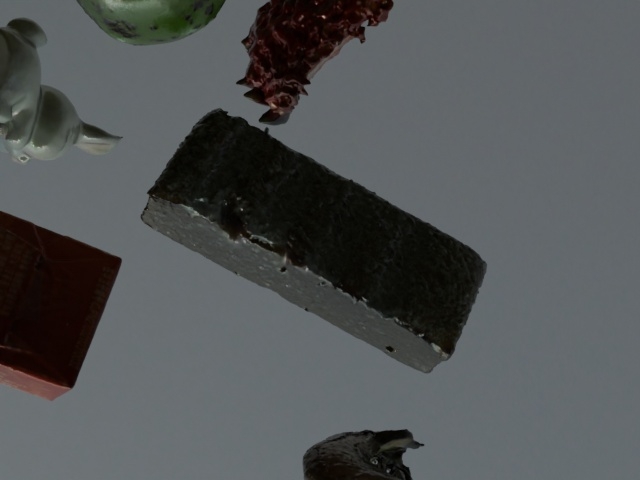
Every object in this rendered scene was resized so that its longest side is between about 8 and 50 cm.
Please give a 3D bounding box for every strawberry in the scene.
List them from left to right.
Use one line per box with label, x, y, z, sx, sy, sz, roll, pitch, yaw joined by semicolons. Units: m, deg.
strawberry;0.005;-0.317;1.293;0.306;0.137;0.233;-44;-169;33

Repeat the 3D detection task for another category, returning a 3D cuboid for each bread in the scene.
bread;0.000;0.000;1.167;0.416;0.113;0.165;28;-125;-5

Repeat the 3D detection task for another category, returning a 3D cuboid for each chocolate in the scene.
chocolate;-0.440;0.096;1.374;0.234;0.108;0.237;21;-130;-12

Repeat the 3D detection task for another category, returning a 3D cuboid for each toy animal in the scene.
toy animal;-0.580;-0.278;1.938;0.196;0.367;0.241;18;-110;31

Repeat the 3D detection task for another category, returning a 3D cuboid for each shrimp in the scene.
shrimp;0.122;0.264;1.010;0.290;0.222;0.054;14;-82;1

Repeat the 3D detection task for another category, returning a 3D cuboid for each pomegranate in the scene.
pomegranate;-0.202;-0.329;1.074;0.211;0.263;0.211;1;-78;4
